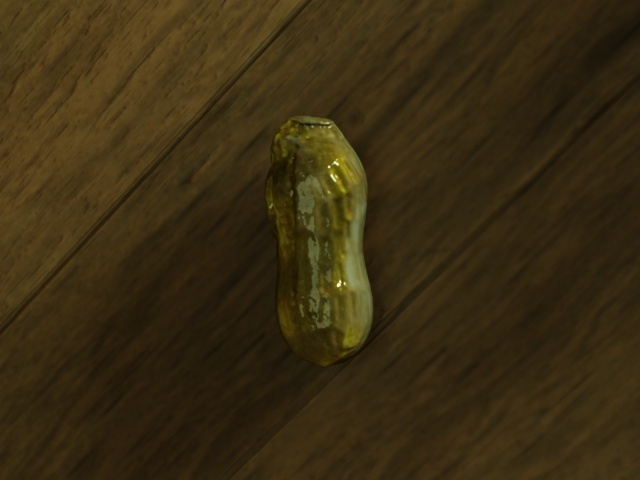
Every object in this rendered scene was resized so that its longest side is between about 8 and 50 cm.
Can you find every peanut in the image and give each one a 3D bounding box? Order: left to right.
[{"bbox_3d":[0.000,0.000,1.414,0.087,0.087,0.206,-5,90,25],"label":"peanut"}]
